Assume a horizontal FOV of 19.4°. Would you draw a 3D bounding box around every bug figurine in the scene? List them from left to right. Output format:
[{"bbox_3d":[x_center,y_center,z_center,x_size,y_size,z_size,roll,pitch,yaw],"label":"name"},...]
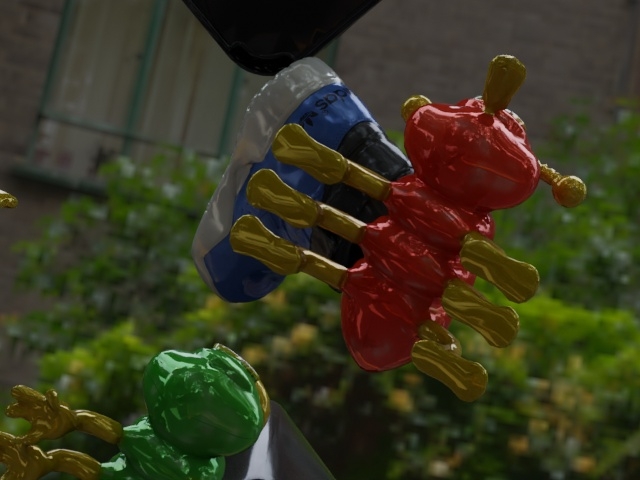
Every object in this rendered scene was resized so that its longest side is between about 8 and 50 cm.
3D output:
[{"bbox_3d":[-0.067,-0.011,0.592,0.279,0.216,0.072,35,13,17],"label":"bug figurine"}]

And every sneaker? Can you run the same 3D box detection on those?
[{"bbox_3d":[-0.001,0.000,0.774,0.084,0.058,0.152,46,-36,17],"label":"sneaker"}]

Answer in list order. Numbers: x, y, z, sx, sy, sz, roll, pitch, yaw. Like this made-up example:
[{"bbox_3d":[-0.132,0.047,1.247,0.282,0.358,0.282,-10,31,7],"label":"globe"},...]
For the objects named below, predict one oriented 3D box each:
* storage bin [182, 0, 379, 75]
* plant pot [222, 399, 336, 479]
[{"bbox_3d":[-0.030,-0.172,0.796,0.180,0.122,0.084,51,13,-3],"label":"storage bin"},{"bbox_3d":[-0.043,0.215,1.047,0.187,0.188,0.167,53,-6,3],"label":"plant pot"}]
